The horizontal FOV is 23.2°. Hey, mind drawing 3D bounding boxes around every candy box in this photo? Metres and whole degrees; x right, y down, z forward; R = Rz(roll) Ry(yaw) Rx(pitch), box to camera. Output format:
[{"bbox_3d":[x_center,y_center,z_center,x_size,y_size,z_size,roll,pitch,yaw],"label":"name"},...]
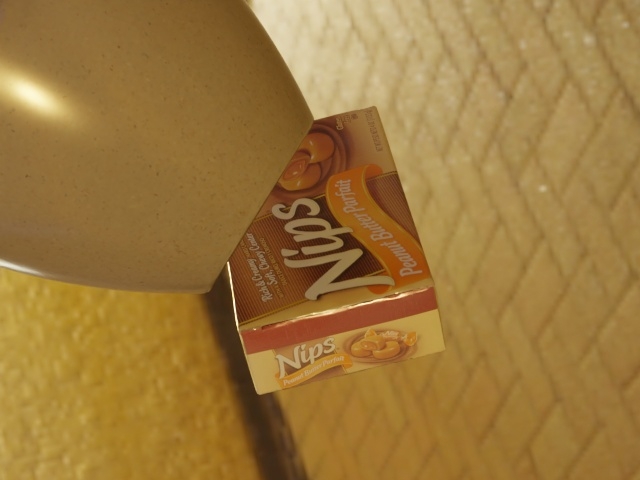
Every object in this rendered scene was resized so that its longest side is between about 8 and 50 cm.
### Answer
[{"bbox_3d":[0.000,0.000,1.531,0.316,0.183,0.087,-103,-1,-52],"label":"candy box"}]

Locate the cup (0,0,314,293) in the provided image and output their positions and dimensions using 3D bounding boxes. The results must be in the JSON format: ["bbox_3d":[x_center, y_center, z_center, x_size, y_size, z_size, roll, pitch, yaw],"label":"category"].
[{"bbox_3d":[-0.147,-0.088,1.253,0.237,0.331,0.331,33,157,-2],"label":"cup"}]
